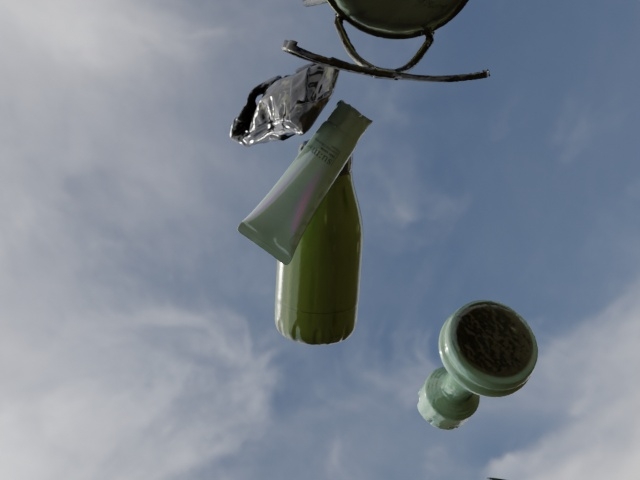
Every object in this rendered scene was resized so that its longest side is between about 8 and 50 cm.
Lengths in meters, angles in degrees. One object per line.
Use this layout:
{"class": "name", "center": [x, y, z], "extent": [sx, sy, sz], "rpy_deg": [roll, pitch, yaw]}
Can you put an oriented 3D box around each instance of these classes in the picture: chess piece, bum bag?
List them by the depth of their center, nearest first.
{"class": "chess piece", "center": [0.102, 0.093, 0.714], "extent": [0.067, 0.067, 0.103], "rpy_deg": [-27, -22, -29]}
{"class": "bum bag", "center": [-0.039, -0.165, 1.260], "extent": [0.102, 0.248, 0.069], "rpy_deg": [-40, -72, -18]}

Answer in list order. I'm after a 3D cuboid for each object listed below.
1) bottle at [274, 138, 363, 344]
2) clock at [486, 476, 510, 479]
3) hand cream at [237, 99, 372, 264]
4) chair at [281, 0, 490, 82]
{"class": "bottle", "center": [0.000, 0.000, 1.337], "extent": [0.112, 0.112, 0.260], "rpy_deg": [-12, -66, -39]}
{"class": "clock", "center": [0.233, 0.293, 1.202], "extent": [0.085, 0.085, 0.017], "rpy_deg": [19, -101, -49]}
{"class": "hand cream", "center": [-0.014, -0.074, 1.244], "extent": [0.205, 0.078, 0.050], "rpy_deg": [-55, -3, 4]}
{"class": "chair", "center": [0.064, -0.233, 0.877], "extent": [0.159, 0.326, 0.170], "rpy_deg": [12, -75, -3]}
